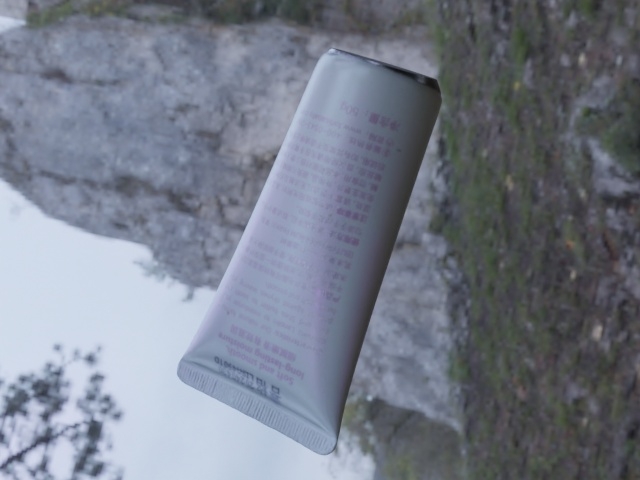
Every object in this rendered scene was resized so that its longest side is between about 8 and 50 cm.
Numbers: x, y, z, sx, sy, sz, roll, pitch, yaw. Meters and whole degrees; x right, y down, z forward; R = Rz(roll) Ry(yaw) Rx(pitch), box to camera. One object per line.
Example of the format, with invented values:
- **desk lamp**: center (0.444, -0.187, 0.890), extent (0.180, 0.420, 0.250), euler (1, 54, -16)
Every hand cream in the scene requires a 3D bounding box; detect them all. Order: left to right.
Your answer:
- **hand cream**: center (0.000, 0.000, 1.046), extent (0.118, 0.186, 0.358), euler (13, -81, -65)
